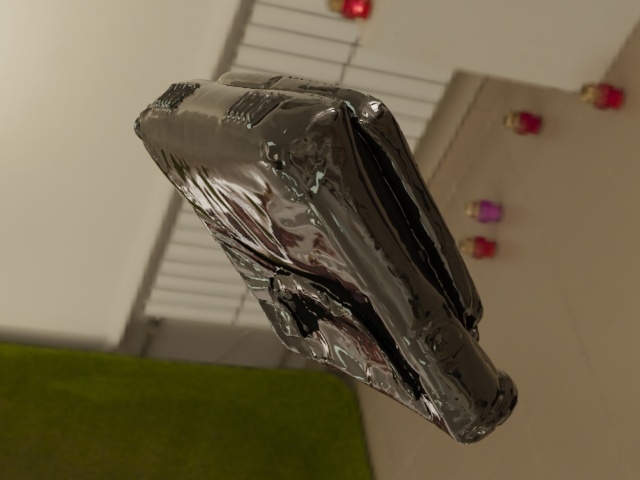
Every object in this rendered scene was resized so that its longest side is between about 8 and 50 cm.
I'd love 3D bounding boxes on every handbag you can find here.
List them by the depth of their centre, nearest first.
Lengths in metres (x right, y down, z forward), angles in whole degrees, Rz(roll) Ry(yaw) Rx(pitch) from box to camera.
[{"bbox_3d":[0.000,0.000,0.777,0.244,0.088,0.275,59,161,-21],"label":"handbag"}]
